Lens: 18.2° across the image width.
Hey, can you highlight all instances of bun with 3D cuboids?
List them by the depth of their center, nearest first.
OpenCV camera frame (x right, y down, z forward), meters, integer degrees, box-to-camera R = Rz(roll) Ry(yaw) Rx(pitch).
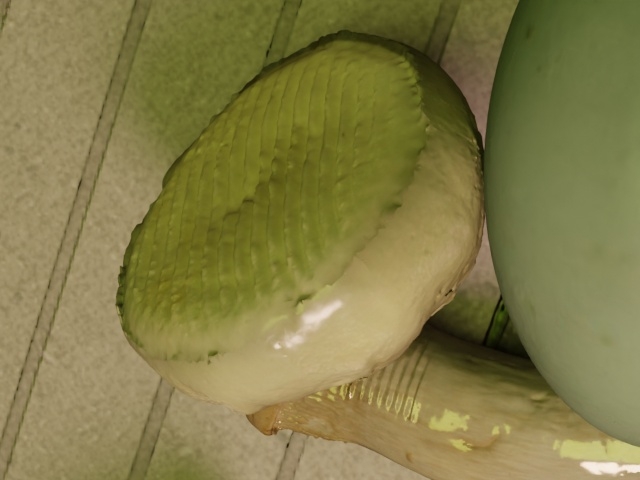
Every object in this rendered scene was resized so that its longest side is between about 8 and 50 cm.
[{"bbox_3d":[0.000,0.000,1.297,0.287,0.287,0.146,-34,120,22],"label":"bun"}]

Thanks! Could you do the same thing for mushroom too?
[{"bbox_3d":[0.117,0.112,1.352,0.351,0.095,0.123,7,83,18],"label":"mushroom"}]

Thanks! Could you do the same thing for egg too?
[{"bbox_3d":[0.236,-0.062,1.177,0.276,0.276,0.389,18,104,17],"label":"egg"}]
